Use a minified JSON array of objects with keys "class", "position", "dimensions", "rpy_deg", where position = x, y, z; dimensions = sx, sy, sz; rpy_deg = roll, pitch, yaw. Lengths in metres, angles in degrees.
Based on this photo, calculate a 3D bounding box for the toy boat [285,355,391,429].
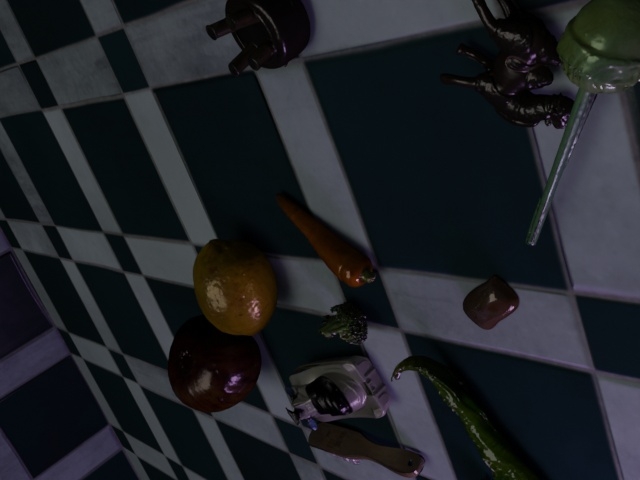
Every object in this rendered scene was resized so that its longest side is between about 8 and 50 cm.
[{"class":"toy boat","position":[0.015,0.312,1.532],"dimensions":[0.269,0.141,0.141],"rpy_deg":[-25,99,43]}]

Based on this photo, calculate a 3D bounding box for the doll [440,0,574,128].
[{"class":"doll","position":[0.222,-0.195,0.866],"dimensions":[0.165,0.057,0.139],"rpy_deg":[36,142,13]}]

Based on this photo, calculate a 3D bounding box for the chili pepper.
[{"class":"chili pepper","position":[0.262,0.325,1.269],"dimensions":[0.359,0.076,0.085],"rpy_deg":[49,121,3]}]

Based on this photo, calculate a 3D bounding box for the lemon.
[{"class":"lemon","position":[-0.171,0.092,1.538],"dimensions":[0.170,0.170,0.207],"rpy_deg":[16,128,45]}]

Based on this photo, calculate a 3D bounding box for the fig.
[{"class":"fig","position":[-0.244,0.284,1.790],"dimensions":[0.235,0.214,0.235],"rpy_deg":[16,108,60]}]

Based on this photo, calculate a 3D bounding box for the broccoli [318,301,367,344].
[{"class":"broccoli","position":[0.042,0.156,1.383],"dimensions":[0.097,0.092,0.095],"rpy_deg":[55,168,20]}]

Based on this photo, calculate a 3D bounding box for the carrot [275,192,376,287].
[{"class":"carrot","position":[0.000,0.000,1.334],"dimensions":[0.256,0.061,0.061],"rpy_deg":[40,145,28]}]

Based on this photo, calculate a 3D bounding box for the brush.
[{"class":"brush","position":[0.099,0.449,1.615],"dimensions":[0.327,0.070,0.065],"rpy_deg":[0,137,51]}]

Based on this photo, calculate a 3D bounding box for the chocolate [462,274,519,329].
[{"class":"chocolate","position":[0.247,0.097,1.122],"dimensions":[0.064,0.031,0.101],"rpy_deg":[47,146,5]}]

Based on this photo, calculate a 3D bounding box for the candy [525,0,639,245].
[{"class":"candy","position":[0.275,-0.111,0.838],"dimensions":[0.092,0.093,0.336],"rpy_deg":[29,141,20]}]

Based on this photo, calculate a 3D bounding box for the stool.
[{"class":"stool","position":[-0.090,-0.330,1.093],"dimensions":[0.125,0.121,0.217],"rpy_deg":[32,146,34]}]

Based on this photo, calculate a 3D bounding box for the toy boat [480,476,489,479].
[{"class":"toy boat","position":[0.295,0.462,1.386],"dimensions":[0.038,0.038,0.083],"rpy_deg":[23,136,40]}]
